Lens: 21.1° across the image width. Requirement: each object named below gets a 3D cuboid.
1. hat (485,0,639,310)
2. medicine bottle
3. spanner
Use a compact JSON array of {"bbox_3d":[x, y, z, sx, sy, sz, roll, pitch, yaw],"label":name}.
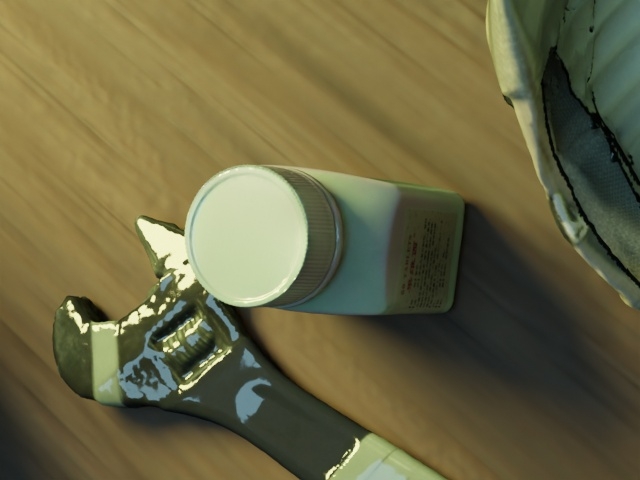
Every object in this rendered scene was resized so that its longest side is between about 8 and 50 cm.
[{"bbox_3d":[0.183,-0.063,0.512,0.232,0.161,0.275,45,151,-20],"label":"hat"},{"bbox_3d":[0.000,0.000,0.658,0.074,0.118,0.055,9,92,26],"label":"medicine bottle"},{"bbox_3d":[0.016,0.090,0.703,0.316,0.024,0.087,31,97,25],"label":"spanner"}]
